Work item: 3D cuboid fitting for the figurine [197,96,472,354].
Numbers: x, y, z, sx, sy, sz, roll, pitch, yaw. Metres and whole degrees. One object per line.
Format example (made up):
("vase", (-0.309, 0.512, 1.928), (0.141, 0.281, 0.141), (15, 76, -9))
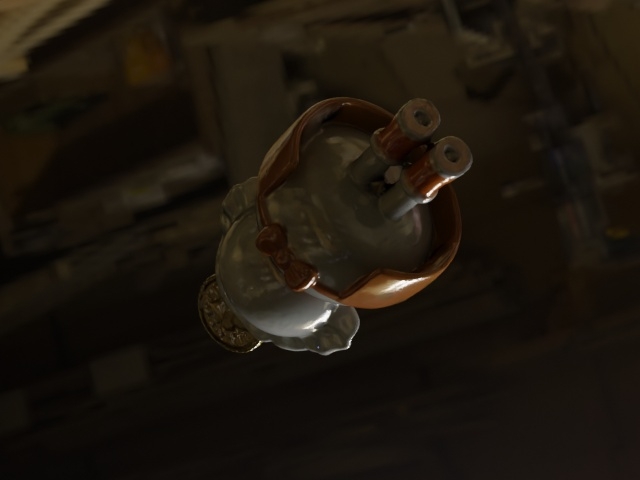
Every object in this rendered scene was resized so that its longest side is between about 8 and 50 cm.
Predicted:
("figurine", (-0.004, 0.002, 1.114), (0.271, 0.143, 0.143), (-39, 164, 29))
